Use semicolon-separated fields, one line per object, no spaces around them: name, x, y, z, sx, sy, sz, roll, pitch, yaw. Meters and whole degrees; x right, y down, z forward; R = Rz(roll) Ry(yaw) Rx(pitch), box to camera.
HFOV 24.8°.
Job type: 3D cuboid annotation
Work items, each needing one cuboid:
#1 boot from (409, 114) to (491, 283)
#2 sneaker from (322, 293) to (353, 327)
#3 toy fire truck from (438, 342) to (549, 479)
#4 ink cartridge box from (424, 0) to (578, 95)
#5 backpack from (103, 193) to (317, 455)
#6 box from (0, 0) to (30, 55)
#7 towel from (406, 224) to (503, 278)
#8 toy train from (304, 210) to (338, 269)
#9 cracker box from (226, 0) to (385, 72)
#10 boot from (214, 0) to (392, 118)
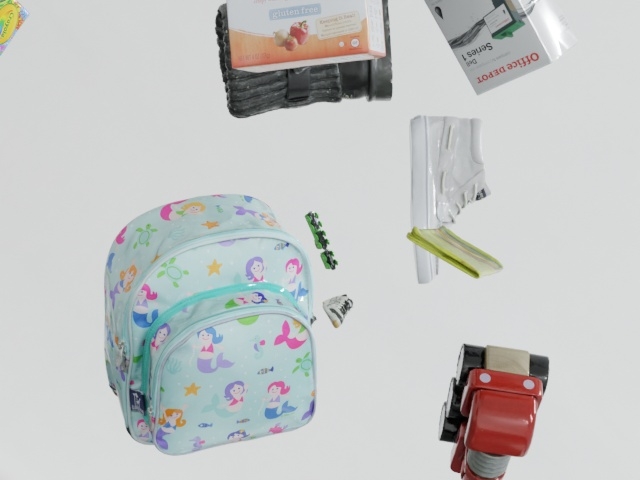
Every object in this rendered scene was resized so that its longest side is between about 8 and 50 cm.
boot;0.199;-0.063;2.213;0.123;0.258;0.095;-1;2;1
sneaker;0.024;0.085;1.836;0.032;0.037;0.083;62;3;-14
toy fire truck;0.204;0.285;1.924;0.158;0.217;0.246;9;50;-1
ink cartridge box;0.263;-0.349;2.196;0.092;0.160;0.219;-39;102;-43
backpack;-0.111;0.086;1.512;0.225;0.253;0.191;-9;28;-20
box;-0.601;-0.283;1.952;0.177;0.290;0.279;16;-20;44
towel;0.170;0.013;1.796;0.102;0.021;0.237;30;7;11
toy train;0.000;0.000;1.868;0.083;0.017;0.023;67;-19;-12
cracker box;-0.022;-0.302;1.540;0.067;0.155;0.232;-6;92;-71
boot;-0.031;-0.359;2.182;0.260;0.348;0.131;-3;-10;-2
